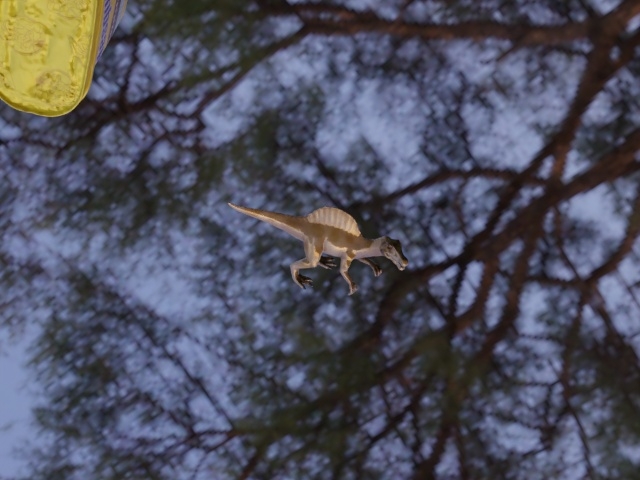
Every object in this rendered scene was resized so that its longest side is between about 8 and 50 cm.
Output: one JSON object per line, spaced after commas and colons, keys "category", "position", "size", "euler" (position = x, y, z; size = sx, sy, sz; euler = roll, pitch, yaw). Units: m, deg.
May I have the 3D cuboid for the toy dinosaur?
{"category": "toy dinosaur", "position": [0.000, 0.000, 1.429], "size": [0.183, 0.092, 0.053], "euler": [16, -137, 7]}

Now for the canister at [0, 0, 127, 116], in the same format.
{"category": "canister", "position": [-0.191, -0.187, 1.107], "size": [0.073, 0.126, 0.170], "euler": [13, -150, -2]}
